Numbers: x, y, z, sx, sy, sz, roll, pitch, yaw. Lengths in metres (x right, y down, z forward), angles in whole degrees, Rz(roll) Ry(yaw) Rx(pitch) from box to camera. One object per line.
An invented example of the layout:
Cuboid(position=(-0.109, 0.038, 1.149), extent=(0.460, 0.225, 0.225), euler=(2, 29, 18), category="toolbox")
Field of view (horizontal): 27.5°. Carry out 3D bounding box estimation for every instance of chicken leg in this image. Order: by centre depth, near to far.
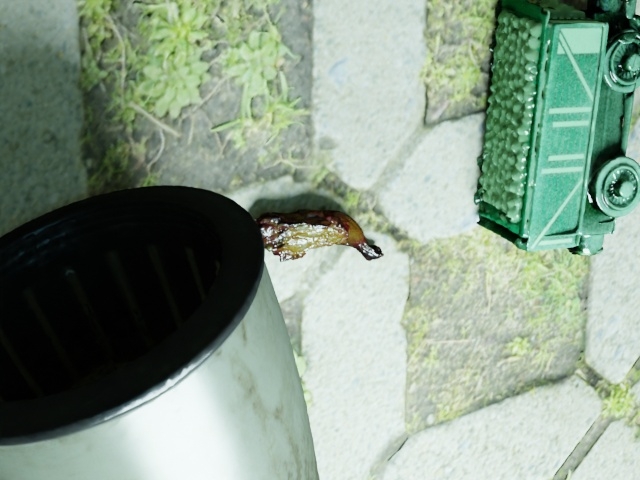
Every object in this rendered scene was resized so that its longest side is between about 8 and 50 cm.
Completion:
Cuboid(position=(0.002, -0.004, 1.222), extent=(0.145, 0.037, 0.062), euler=(1, 129, -28), category="chicken leg")

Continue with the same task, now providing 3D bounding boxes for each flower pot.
Cuboid(position=(-0.136, 0.163, 1.067), extent=(0.294, 0.293, 0.330), euler=(-32, 125, -15), category="flower pot")

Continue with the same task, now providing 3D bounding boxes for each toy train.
Cuboid(position=(0.239, -0.114, 1.270), extent=(0.154, 0.115, 0.269), euler=(-3, 110, -19), category="toy train")
